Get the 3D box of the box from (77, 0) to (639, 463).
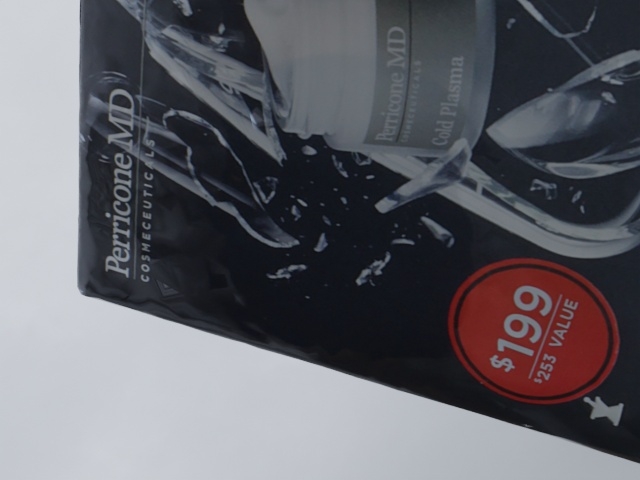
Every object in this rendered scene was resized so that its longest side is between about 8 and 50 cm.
[{"bbox_3d":[0.077,-0.115,0.477,0.179,0.312,0.343,-51,-27,-56],"label":"box"}]
